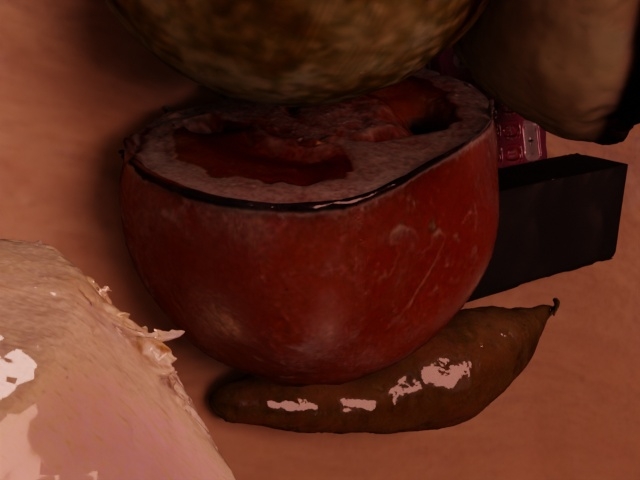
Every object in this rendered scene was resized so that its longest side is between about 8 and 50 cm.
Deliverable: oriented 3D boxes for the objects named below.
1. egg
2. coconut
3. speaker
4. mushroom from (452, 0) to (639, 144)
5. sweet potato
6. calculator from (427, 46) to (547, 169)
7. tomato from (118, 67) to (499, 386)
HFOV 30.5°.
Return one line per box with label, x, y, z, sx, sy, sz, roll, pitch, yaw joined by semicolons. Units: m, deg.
egg;-0.005;-0.203;0.610;0.238;0.238;0.289;54;37;-27
coconut;-0.132;0.122;0.468;0.234;0.224;0.224;44;57;-25
speaker;0.144;-0.010;0.857;0.218;0.044;0.082;-14;114;-44
mushroom;0.157;-0.212;0.703;0.130;0.344;0.247;3;55;-14
sweet potato;0.050;0.090;0.748;0.269;0.075;0.075;-11;94;-33
calculator;0.122;-0.138;0.871;0.126;0.034;0.190;-9;98;-46
tomato;0.000;0.000;0.660;0.214;0.180;0.155;-23;120;-36
